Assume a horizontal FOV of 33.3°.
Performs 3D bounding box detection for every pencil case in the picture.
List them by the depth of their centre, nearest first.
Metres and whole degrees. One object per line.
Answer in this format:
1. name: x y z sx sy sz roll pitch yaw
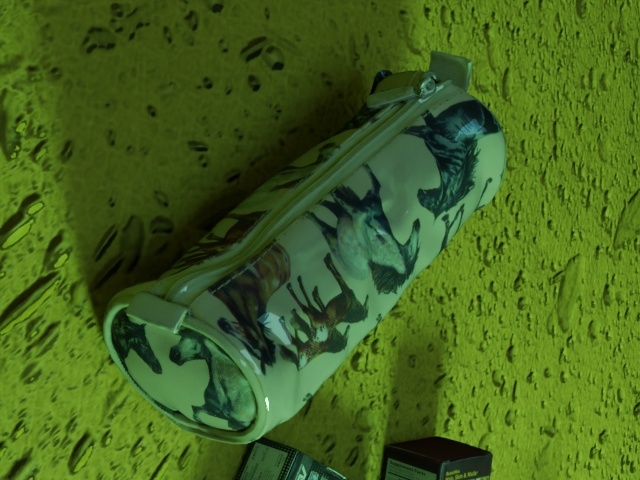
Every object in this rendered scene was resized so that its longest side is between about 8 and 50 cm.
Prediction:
1. pencil case: 0.000 0.000 0.923 0.410 0.159 0.184 -43 136 -36

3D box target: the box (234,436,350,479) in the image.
1. box: -0.036 0.351 1.027 0.216 0.060 0.270 40 67 -46

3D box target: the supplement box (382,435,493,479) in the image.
1. supplement box: 0.121 0.321 1.189 0.104 0.080 0.188 4 94 -50
